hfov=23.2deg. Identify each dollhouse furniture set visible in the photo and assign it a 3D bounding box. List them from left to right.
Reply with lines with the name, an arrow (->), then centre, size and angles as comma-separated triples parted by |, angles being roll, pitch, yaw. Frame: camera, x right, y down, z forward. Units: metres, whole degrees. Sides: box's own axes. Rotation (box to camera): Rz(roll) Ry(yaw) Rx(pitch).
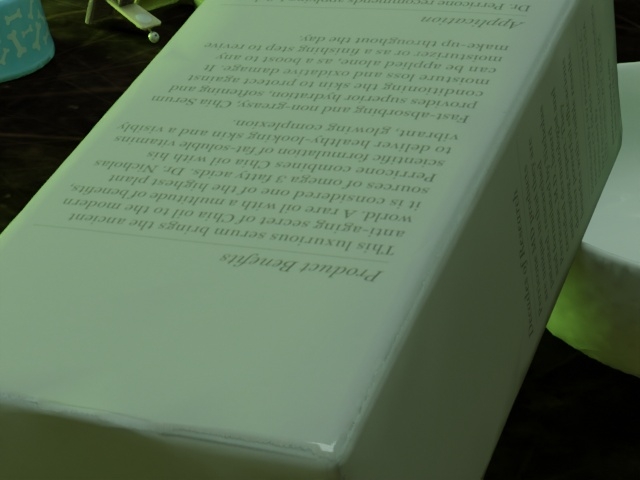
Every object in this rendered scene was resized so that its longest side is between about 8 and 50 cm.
dollhouse furniture set -> -0.159, -0.246, 1.553 | 0.081, 0.091, 0.114 | 38, 40, 24

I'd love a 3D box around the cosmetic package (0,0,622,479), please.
cosmetic package -> 0.000, 0.000, 0.843 | 0.230, 0.161, 0.453 | 6, 39, 24

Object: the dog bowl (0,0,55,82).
dog bowl -> -0.393, -0.195, 1.442 | 0.297, 0.074, 0.166 | -16, 35, -28

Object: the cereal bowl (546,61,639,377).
cereal bowl -> 0.273, 0.003, 1.071 | 0.339, 0.141, 0.339 | 2, 30, -1

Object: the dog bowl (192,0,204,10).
dog bowl -> 0.020, -0.291, 1.608 | 0.349, 0.102, 0.348 | 2, 29, -1
